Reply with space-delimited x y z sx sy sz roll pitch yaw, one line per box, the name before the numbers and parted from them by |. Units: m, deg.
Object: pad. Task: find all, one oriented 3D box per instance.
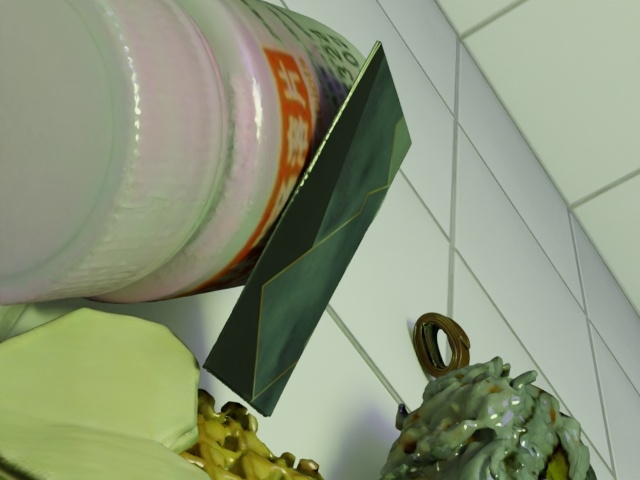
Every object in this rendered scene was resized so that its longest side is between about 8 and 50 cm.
pad | 0.000 0.000 0.774 0.004 0.243 0.163 23 -13 19

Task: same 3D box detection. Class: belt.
belt | 0.141 0.122 1.295 0.036 0.059 0.083 27 39 -57

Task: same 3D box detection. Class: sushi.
sushi | 0.166 0.302 0.964 0.417 0.176 0.417 49 29 -40

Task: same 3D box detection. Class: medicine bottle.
medicine bottle | -0.105 -0.071 0.752 0.219 0.219 0.388 64 20 8

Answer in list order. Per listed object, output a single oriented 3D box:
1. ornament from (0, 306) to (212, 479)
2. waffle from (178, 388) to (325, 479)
ornament | -0.145 0.101 0.608 0.180 0.059 0.201 16 23 -19
waffle | -0.057 0.178 0.695 0.231 0.051 0.228 45 22 16
